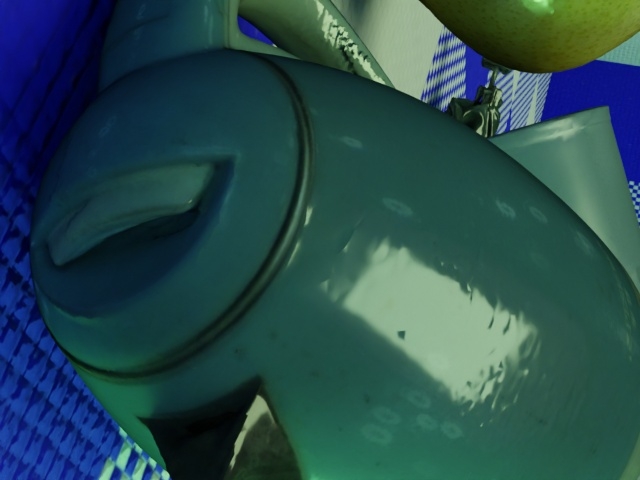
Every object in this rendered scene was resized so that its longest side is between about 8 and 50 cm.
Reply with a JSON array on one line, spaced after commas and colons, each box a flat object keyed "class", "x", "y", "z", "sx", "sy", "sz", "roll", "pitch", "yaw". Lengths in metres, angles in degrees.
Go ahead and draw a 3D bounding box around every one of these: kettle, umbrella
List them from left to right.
[{"class": "kettle", "x": 0.000, "y": 0.000, "z": 0.525, "sx": 0.342, "sy": 0.247, "sz": 0.320, "roll": 36, "pitch": 40, "yaw": -50}, {"class": "umbrella", "x": 0.185, "y": -0.102, "z": 1.371, "sx": 0.143, "sy": 0.094, "sz": 0.349, "roll": -131, "pitch": -123, "yaw": -85}]

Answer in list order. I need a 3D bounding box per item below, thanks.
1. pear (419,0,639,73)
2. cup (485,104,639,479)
[{"class": "pear", "x": 0.187, "y": -0.304, "z": 0.830, "sx": 0.314, "sy": 0.314, "sz": 0.314, "roll": 12, "pitch": 90, "yaw": -76}, {"class": "cup", "x": 0.165, "y": 0.069, "z": 0.857, "sx": 0.331, "sy": 0.256, "sz": 0.311, "roll": -26, "pitch": 99, "yaw": -81}]
